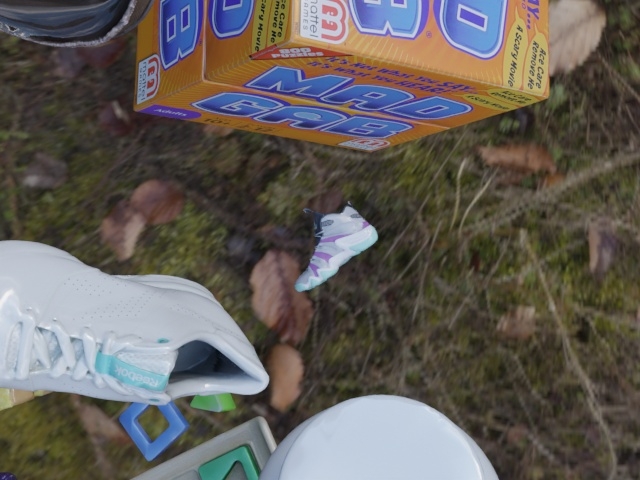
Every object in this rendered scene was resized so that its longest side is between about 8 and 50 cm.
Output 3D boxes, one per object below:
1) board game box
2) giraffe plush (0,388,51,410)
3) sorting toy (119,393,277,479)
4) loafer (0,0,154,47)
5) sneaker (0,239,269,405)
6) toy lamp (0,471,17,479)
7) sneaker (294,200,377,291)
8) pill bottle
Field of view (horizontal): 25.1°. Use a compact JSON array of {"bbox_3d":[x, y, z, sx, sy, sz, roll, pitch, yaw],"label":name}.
[{"bbox_3d":[0.021,-0.331,1.707,0.357,0.356,0.356,7,78,-33],"label":"board game box"},{"bbox_3d":[-0.426,0.125,1.695,0.210,0.181,0.170,-18,89,-5],"label":"giraffe plush"},{"bbox_3d":[-0.106,0.303,1.491,0.196,0.047,0.347,-29,77,22],"label":"sorting toy"},{"bbox_3d":[-0.280,-0.221,0.981,0.366,0.130,0.134,22,116,-24],"label":"loafer"},{"bbox_3d":[-0.120,0.054,0.767,0.094,0.212,0.080,35,114,46],"label":"sneaker"},{"bbox_3d":[-0.332,0.347,1.811,0.275,0.080,0.080,10,104,12],"label":"toy lamp"},{"bbox_3d":[0.000,0.000,1.413,0.098,0.038,0.069,-38,91,-10],"label":"sneaker"},{"bbox_3d":[0.040,0.213,1.016,0.176,0.318,0.176,0,69,1],"label":"pill bottle"}]
